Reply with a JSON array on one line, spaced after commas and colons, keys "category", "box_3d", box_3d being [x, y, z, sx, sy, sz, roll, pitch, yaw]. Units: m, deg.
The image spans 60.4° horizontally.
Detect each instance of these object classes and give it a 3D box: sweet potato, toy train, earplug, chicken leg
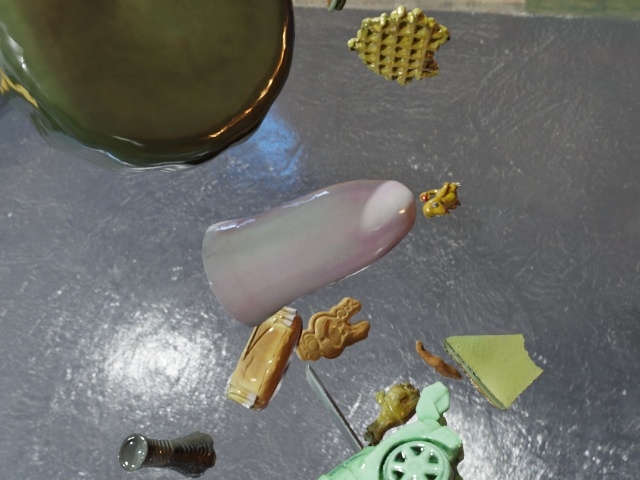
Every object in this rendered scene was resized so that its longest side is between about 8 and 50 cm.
[{"category": "sweet potato", "box_3d": [0.306, 0.320, 1.427, 0.044, 0.179, 0.044, -45, 21, 22]}, {"category": "toy train", "box_3d": [0.036, 0.161, 0.322, 0.149, 0.099, 0.081, -26, 32, -13]}, {"category": "earplug", "box_3d": [0.000, 0.000, 0.805, 0.301, 0.172, 0.173, -22, 52, 19]}, {"category": "chicken leg", "box_3d": [0.187, 0.459, 1.477, 0.227, 0.103, 0.088, -29, 15, -33]}]

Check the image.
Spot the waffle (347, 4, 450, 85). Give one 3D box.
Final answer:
[{"category": "waffle", "box_3d": [0.224, -0.515, 1.474, 0.290, 0.291, 0.051, 3, 68, 22]}]

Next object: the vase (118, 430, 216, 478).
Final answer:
[{"category": "vase", "box_3d": [-0.349, 0.484, 1.251, 0.115, 0.237, 0.116, -10, 65, 22]}]

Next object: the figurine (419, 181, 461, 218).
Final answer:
[{"category": "figurine", "box_3d": [0.380, -0.130, 1.812, 0.122, 0.122, 0.176, 15, 35, 31]}]

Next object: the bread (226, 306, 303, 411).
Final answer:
[{"category": "bread", "box_3d": [-0.123, 0.270, 1.275, 0.106, 0.136, 0.241, 22, 73, 8]}]

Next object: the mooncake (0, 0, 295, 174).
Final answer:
[{"category": "mooncake", "box_3d": [-0.203, -0.247, 0.652, 0.351, 0.351, 0.187, -56, 23, -19]}]

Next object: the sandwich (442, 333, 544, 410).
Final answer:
[{"category": "sandwich", "box_3d": [0.499, 0.329, 1.576, 0.212, 0.063, 0.245, -33, 74, -24]}]

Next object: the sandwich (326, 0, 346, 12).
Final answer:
[{"category": "sandwich", "box_3d": [0.037, -0.633, 1.340, 0.029, 0.135, 0.067, -22, 23, -33]}]

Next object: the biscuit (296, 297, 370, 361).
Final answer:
[{"category": "biscuit", "box_3d": [0.032, 0.262, 1.569, 0.236, 0.144, 0.040, -28, 7, -24]}]

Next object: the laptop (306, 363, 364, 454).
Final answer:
[{"category": "laptop", "box_3d": [0.036, 0.478, 1.540, 0.015, 0.188, 0.269, -31, 69, -16]}]
